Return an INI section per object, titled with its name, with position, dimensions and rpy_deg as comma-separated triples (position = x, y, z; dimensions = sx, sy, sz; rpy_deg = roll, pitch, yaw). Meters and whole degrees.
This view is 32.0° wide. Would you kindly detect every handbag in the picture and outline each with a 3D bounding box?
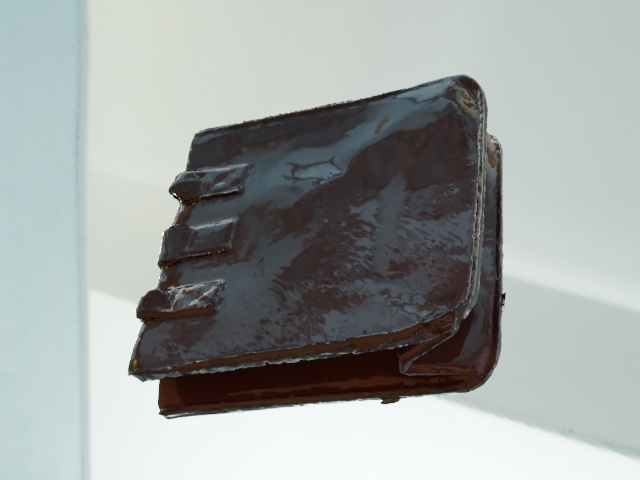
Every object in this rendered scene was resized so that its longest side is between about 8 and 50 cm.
[handbag]
position = 0.001, 0.001, 0.852
dimensions = 0.275, 0.260, 0.084
rpy_deg = -11, -41, 21
